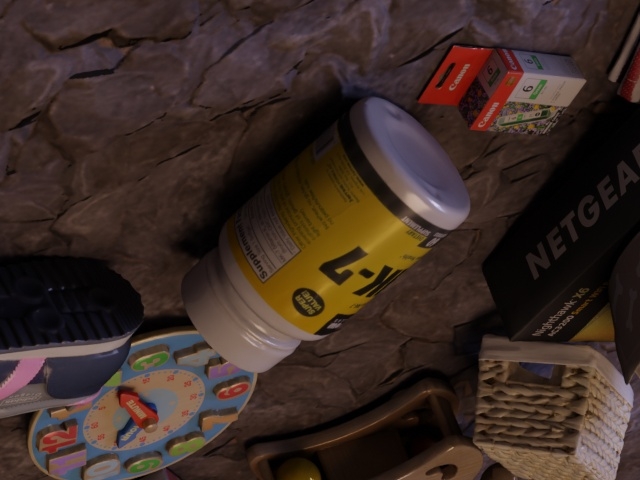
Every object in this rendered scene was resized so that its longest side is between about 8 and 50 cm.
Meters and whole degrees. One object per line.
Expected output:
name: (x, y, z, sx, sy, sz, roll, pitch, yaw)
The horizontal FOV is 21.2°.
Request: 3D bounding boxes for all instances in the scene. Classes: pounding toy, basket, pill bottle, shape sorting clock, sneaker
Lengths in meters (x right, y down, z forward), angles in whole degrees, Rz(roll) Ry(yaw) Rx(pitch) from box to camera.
pounding toy: (0.077, 0.236, 1.597, 0.269, 0.155, 0.154, -10, 147, -19)
basket: (0.213, 0.161, 1.575, 0.113, 0.103, 0.167, 5, 162, 25)
pill bottle: (0.000, 0.000, 1.282, 0.208, 0.119, 0.119, -41, 141, 23)
shape sorting clock: (-0.148, 0.144, 1.446, 0.206, 0.040, 0.206, -16, 144, -12)
sneaker: (-0.288, 0.091, 1.236, 0.319, 0.112, 0.131, 1, 135, -30)

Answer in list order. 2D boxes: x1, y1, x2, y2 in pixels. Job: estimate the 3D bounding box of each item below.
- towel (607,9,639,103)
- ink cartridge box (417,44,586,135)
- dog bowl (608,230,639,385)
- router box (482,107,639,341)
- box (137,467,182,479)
towel: (0.404, -0.206, 1.327, 0.329, 0.037, 0.237, -6, 140, -24)
ink cartridge box: (0.137, -0.113, 1.294, 0.115, 0.029, 0.063, 2, 137, -33)
dog bowl: (0.392, 0.030, 1.379, 0.348, 0.102, 0.349, -14, 151, -8)
router box: (0.321, -0.024, 1.437, 0.242, 0.081, 0.309, 2, 145, -32)
box: (-0.129, 0.311, 1.595, 0.091, 0.130, 0.170, -29, 145, 7)
